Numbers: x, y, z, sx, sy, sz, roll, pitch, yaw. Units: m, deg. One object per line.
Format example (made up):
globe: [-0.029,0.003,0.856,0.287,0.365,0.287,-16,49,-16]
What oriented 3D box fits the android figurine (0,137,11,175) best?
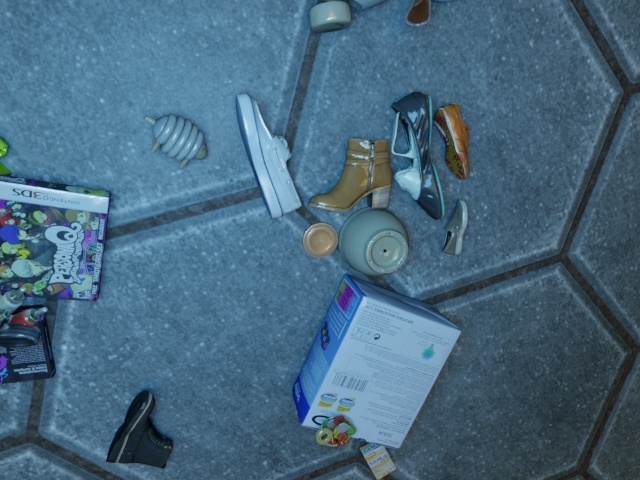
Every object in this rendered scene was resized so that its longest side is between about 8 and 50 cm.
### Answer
android figurine: [-0.688,-0.132,0.750,0.248,0.056,0.273,-37,112,-1]

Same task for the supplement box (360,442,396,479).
supplement box: [0.158,0.596,1.164,0.062,0.036,0.099,-29,109,-5]

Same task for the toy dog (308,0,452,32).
toy dog: [0.127,-0.498,0.789,0.333,0.161,0.220,-29,110,-5]

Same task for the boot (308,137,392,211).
boot: [0.063,-0.143,0.924,0.197,0.073,0.153,-8,106,-20]

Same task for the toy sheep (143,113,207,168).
toy sheep: [-0.276,-0.196,0.816,0.132,0.091,0.091,27,98,-37]

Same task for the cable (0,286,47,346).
cable: [-0.651,0.172,0.822,0.287,0.072,0.139,-23,129,20]

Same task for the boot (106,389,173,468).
boot: [-0.383,0.436,0.977,0.137,0.077,0.198,25,111,-23]

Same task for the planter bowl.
planter bowl: [0.132,0.013,0.959,0.161,0.109,0.162,-4,107,-13]

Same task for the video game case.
video game case: [-0.522,0.002,0.804,0.210,0.042,0.232,9,111,-24]

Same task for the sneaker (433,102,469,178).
sneaker: [0.313,-0.223,0.965,0.067,0.064,0.175,-26,113,-16]

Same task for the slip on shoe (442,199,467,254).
slip on shoe: [0.322,-0.031,1.028,0.041,0.051,0.136,2,111,-2]

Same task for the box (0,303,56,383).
box: [-0.621,0.214,0.874,0.115,0.029,0.162,-3,104,-12]

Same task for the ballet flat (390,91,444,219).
ballet flat: [0.205,-0.178,0.941,0.096,0.095,0.281,-10,97,-1]

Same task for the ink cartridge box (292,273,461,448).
ink cartridge box: [0.109,0.316,1.015,0.269,0.151,0.396,21,98,-17]

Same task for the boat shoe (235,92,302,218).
boat shoe: [-0.102,-0.174,0.869,0.084,0.095,0.258,-21,119,-12]

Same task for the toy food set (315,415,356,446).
toy food set: [0.034,0.422,0.941,0.083,0.020,0.083,31,98,-18]

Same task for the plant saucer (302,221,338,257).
plant saucer: [0.000,0.000,0.974,0.083,0.013,0.084,-3,106,-12]
